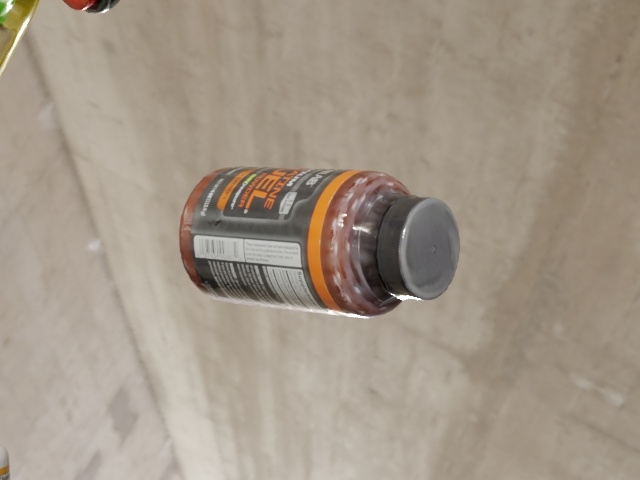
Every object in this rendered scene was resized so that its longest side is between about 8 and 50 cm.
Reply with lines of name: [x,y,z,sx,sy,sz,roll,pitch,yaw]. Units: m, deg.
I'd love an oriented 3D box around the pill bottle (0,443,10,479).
pill bottle: [-0.338,0.254,1.163,0.117,0.117,0.215,-6,-86,-75]

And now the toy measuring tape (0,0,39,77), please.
toy measuring tape: [-0.162,-0.129,0.559,0.121,0.121,0.330,-57,13,-23]

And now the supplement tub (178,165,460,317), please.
supplement tub: [0.000,0.000,0.922,0.106,0.198,0.106,-6,-82,-51]

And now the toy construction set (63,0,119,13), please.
toy construction set: [-0.144,-0.268,0.764,0.151,0.215,0.327,-42,7,-22]
